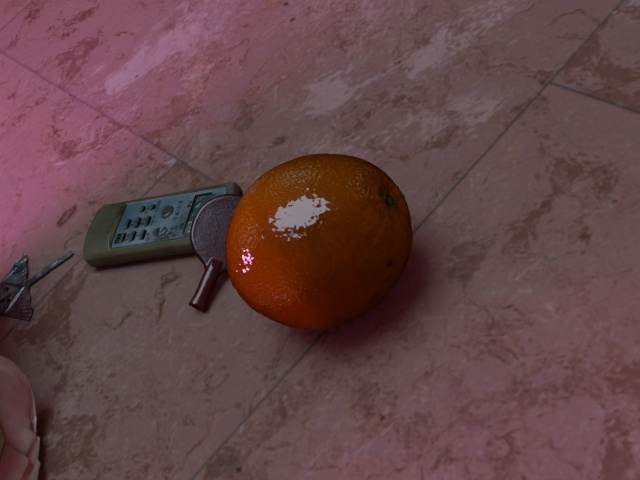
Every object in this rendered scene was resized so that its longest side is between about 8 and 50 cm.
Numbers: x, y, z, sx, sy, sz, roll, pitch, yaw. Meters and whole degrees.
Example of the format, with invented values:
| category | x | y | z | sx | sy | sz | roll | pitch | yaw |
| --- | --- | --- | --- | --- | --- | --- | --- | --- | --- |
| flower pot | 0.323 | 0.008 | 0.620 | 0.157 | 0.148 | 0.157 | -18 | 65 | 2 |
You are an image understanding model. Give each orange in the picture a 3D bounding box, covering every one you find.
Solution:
| category | x | y | z | sx | sy | sz | roll | pitch | yaw |
| --- | --- | --- | --- | --- | --- | --- | --- | --- | --- |
| orange | 0.000 | 0.000 | 1.116 | 0.206 | 0.206 | 0.206 | -17 | 46 | 19 |

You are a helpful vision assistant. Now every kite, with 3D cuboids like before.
| category | x | y | z | sx | sy | sz | roll | pitch | yaw |
| --- | --- | --- | --- | --- | --- | --- | --- | --- | --- |
| kite | -0.411 | 0.062 | 1.458 | 0.152 | 0.005 | 0.137 | -28 | 46 | 8 |

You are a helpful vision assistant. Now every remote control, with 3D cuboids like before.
| category | x | y | z | sx | sy | sz | roll | pitch | yaw |
| --- | --- | --- | --- | --- | --- | --- | --- | --- | --- |
| remote control | -0.212 | -0.019 | 1.381 | 0.233 | 0.038 | 0.098 | -7 | 51 | 26 |

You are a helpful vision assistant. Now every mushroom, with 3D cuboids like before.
| category | x | y | z | sx | sy | sz | roll | pitch | yaw |
| --- | --- | --- | --- | --- | --- | --- | --- | --- | --- |
| mushroom | -0.452 | 0.251 | 1.184 | 0.189 | 0.195 | 0.254 | -27 | 41 | 25 |

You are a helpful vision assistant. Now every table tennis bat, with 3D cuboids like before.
| category | x | y | z | sx | sy | sz | roll | pitch | yaw |
| --- | --- | --- | --- | --- | --- | --- | --- | --- | --- |
| table tennis bat | -0.123 | 0.014 | 1.283 | 0.098 | 0.019 | 0.155 | 21 | 76 | 5 |
